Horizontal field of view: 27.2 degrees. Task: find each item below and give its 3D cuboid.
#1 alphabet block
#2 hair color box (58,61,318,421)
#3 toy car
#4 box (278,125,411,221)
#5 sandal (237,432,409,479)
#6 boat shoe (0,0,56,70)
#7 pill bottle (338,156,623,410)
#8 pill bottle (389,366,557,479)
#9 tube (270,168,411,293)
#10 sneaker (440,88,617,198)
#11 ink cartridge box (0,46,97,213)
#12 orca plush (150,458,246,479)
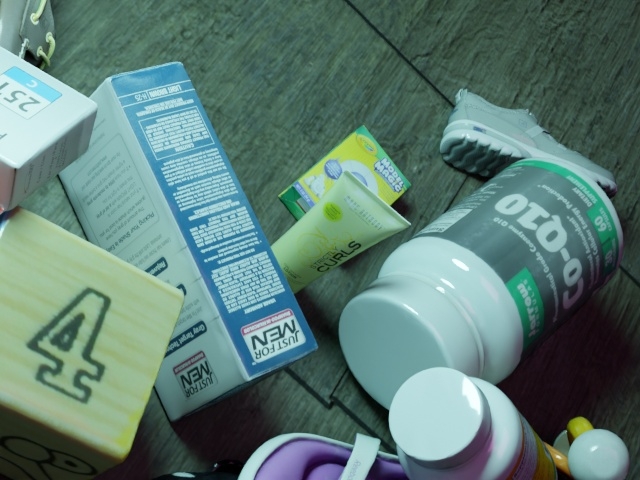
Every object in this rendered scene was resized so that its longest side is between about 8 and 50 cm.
[{"bbox_3d":[-0.279,0.113,1.291,0.197,0.192,0.193,30,57,-20],"label":"alphabet block"},{"bbox_3d":[-0.155,0.003,1.432,0.105,0.174,0.347,-20,81,-39],"label":"hair color box"},{"bbox_3d":[0.327,0.319,1.647,0.136,0.159,0.182,-26,85,-4],"label":"toy car"},{"bbox_3d":[0.040,-0.069,1.680,0.105,0.043,0.179,51,50,-5],"label":"box"},{"bbox_3d":[0.048,0.275,1.398,0.416,0.102,0.169,10,62,-59],"label":"sandal"},{"bbox_3d":[-0.338,-0.241,1.461,0.096,0.116,0.324,15,57,-26],"label":"boat shoe"},{"bbox_3d":[0.199,0.057,1.625,0.361,0.204,0.204,-36,91,-39],"label":"pill bottle"},{"bbox_3d":[0.162,0.228,1.430,0.246,0.136,0.136,49,40,-54],"label":"pill bottle"},{"bbox_3d":[0.000,0.000,1.494,0.070,0.240,0.062,3,65,-33],"label":"tube"},{"bbox_3d":[0.301,-0.131,1.840,0.281,0.105,0.115,23,58,-23],"label":"sneaker"},{"bbox_3d":[-0.402,-0.119,1.229,0.296,0.066,0.261,30,41,9],"label":"ink cartridge box"},{"bbox_3d":[-0.054,0.317,1.402,0.287,0.102,0.151,39,53,-14],"label":"orca plush"}]
